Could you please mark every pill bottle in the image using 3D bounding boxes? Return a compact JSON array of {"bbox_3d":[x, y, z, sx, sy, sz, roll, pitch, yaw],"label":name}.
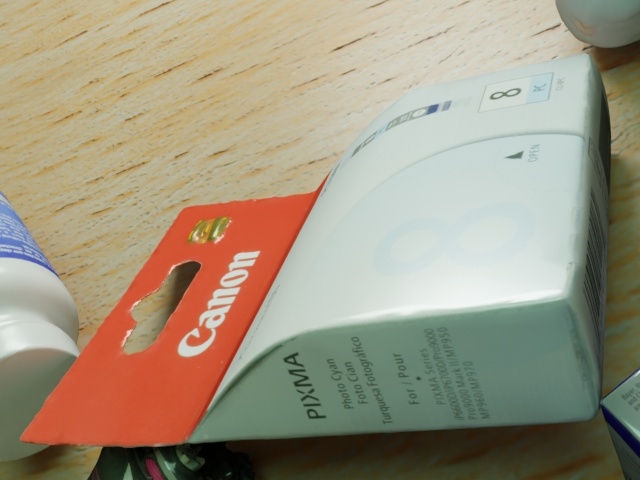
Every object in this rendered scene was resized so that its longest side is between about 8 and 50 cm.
[{"bbox_3d":[-0.299,0.056,0.786,0.152,0.152,0.272,-41,48,-6],"label":"pill bottle"}]

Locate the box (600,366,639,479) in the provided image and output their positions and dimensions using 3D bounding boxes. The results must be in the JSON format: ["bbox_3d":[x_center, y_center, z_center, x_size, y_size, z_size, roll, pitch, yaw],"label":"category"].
[{"bbox_3d":[0.226,0.097,0.494,0.126,0.137,0.072,-38,51,-3],"label":"box"}]

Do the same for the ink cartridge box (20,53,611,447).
[{"bbox_3d":[0.000,0.000,0.646,0.384,0.091,0.308,-7,31,22],"label":"ink cartridge box"}]

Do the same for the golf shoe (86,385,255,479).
[{"bbox_3d":[-0.086,0.227,0.602,0.120,0.105,0.273,-44,41,13],"label":"golf shoe"}]

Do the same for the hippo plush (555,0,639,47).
[{"bbox_3d":[0.254,-0.252,0.666,0.236,0.294,0.234,-21,27,22],"label":"hippo plush"}]
